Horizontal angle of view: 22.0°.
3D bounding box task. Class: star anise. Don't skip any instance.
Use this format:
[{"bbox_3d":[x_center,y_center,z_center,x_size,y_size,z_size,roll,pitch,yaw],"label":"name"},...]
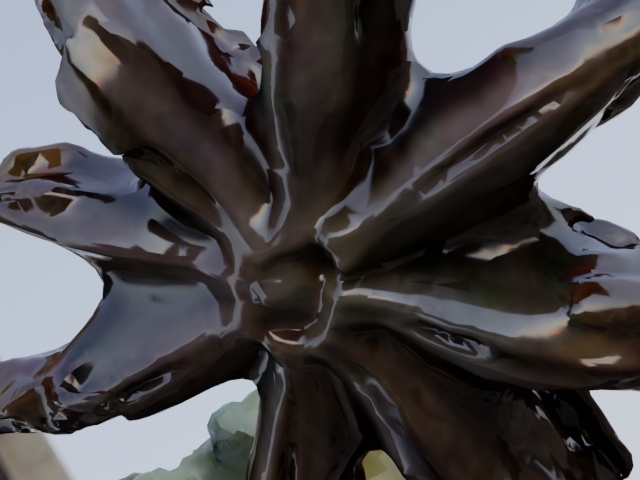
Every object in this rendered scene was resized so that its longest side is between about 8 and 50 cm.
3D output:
[{"bbox_3d":[-0.001,0.000,0.453,0.288,0.288,0.088,-48,1,23],"label":"star anise"}]

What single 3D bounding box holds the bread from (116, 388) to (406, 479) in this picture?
[{"bbox_3d":[-0.071,0.231,0.692,0.395,0.239,0.264,-40,-20,32],"label":"bread"}]
